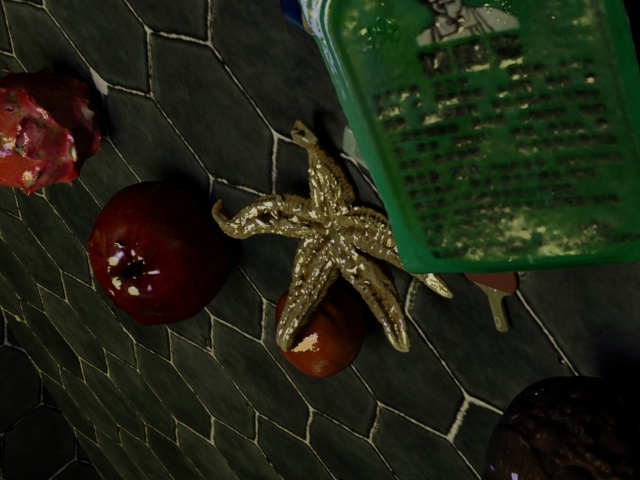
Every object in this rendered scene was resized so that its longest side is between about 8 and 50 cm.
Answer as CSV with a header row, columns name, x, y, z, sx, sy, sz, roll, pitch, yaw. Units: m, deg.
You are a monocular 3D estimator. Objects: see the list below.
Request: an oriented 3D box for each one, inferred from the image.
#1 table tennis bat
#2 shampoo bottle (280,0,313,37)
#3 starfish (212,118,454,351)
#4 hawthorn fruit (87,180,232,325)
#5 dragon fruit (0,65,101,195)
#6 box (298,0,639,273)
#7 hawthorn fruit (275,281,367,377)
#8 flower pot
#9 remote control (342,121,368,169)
name,x,y,z,sx,sy,sz,roll,pitch,yaw
table tennis bat,0.196,0.043,1.347,0.087,0.013,0.156,18,138,45
shampoo bottle,0.036,-0.223,1.206,0.183,0.050,0.087,37,149,28
starfish,0.006,-0.006,1.482,0.375,0.094,0.327,6,117,38
hawthorn fruit,-0.257,0.022,1.796,0.266,0.210,0.230,-42,-71,-80
dragon fruit,-0.483,-0.173,1.882,0.205,0.268,0.210,21,112,50
box,0.157,-0.130,1.013,0.264,0.106,0.337,-6,124,28
hawthorn fruit,0.001,0.128,1.636,0.132,0.133,0.138,29,150,37
flower pot,0.334,0.276,1.170,0.267,0.266,0.267,-2,124,46
remote control,0.073,-0.089,1.360,0.124,0.018,0.053,40,151,21
